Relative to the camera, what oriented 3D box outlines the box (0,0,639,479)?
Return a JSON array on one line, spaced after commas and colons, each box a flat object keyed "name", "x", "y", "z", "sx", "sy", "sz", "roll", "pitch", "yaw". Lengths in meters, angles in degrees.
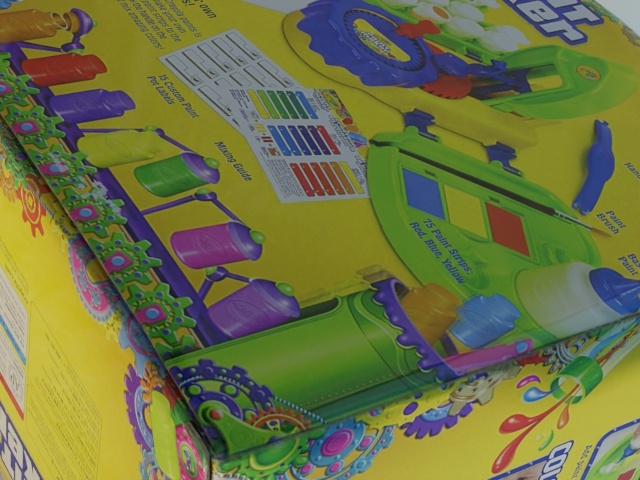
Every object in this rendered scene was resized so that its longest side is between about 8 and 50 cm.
[{"name": "box", "x": 0.000, "y": 0.000, "z": 0.568, "sx": 0.279, "sy": 0.290, "sz": 0.177, "roll": -15, "pitch": 137, "yaw": -29}]
